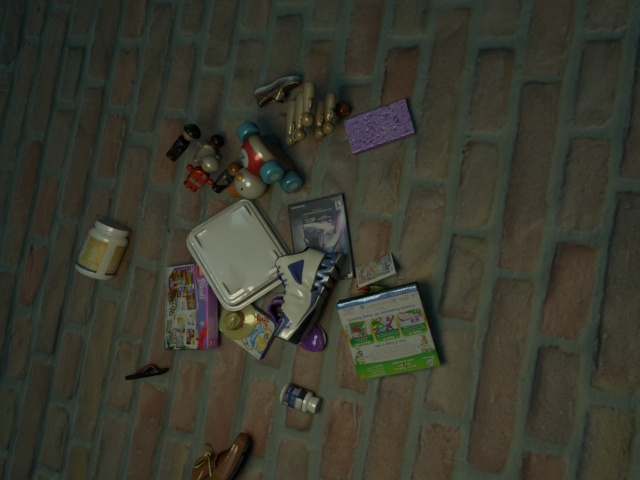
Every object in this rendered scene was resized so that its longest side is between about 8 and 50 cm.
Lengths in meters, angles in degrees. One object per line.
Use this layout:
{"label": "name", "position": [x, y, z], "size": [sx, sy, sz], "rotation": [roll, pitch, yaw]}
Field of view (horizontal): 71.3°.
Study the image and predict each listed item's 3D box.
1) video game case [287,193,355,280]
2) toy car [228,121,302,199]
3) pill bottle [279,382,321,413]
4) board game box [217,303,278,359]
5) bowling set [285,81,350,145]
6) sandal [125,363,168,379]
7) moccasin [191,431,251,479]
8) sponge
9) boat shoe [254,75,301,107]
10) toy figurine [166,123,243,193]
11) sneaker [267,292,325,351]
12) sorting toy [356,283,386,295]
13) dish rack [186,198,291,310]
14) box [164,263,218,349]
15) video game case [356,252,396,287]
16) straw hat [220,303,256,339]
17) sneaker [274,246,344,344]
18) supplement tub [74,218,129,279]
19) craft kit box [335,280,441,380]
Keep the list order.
{"label": "video game case", "position": [0.000, 0.000, 1.459], "size": [0.195, 0.026, 0.275], "rotation": [-11, 80, 18]}
{"label": "toy car", "position": [-0.223, -0.216, 1.469], "size": [0.238, 0.210, 0.219], "rotation": [-40, 63, 17]}
{"label": "pill bottle", "position": [-0.062, 0.500, 1.403], "size": [0.120, 0.067, 0.067], "rotation": [15, 89, 20]}
{"label": "board game box", "position": [-0.244, 0.287, 1.507], "size": [0.201, 0.035, 0.136], "rotation": [30, 95, 20]}
{"label": "bowling set", "position": [0.002, -0.384, 1.424], "size": [0.199, 0.287, 0.154], "rotation": [5, 92, -14]}
{"label": "sandal", "position": [-0.631, 0.471, 1.612], "size": [0.179, 0.067, 0.040], "rotation": [-15, 68, 20]}
{"label": "moccasin", "position": [-0.366, 0.761, 1.457], "size": [0.147, 0.139, 0.380], "rotation": [43, 108, 10]}
{"label": "sponge", "position": [0.186, -0.360, 1.427], "size": [0.210, 0.031, 0.117], "rotation": [-16, 79, 17]}
{"label": "boat shoe", "position": [-0.143, -0.511, 1.548], "size": [0.183, 0.066, 0.066], "rotation": [-13, 85, 28]}
{"label": "toy figurine", "position": [-0.389, -0.277, 1.527], "size": [0.148, 0.209, 0.213], "rotation": [-41, 72, 23]}
{"label": "sneaker", "position": [-0.086, 0.266, 1.418], "size": [0.236, 0.104, 0.095], "rotation": [43, 97, 17]}
{"label": "sorting toy", "position": [0.157, 0.157, 1.367], "size": [0.101, 0.061, 0.042], "rotation": [1, 85, 43]}
{"label": "dish rack", "position": [-0.272, 0.034, 1.482], "size": [0.285, 0.072, 0.333], "rotation": [-33, 75, -7]}
{"label": "box", "position": [-0.451, 0.230, 1.556], "size": [0.200, 0.057, 0.294], "rotation": [-7, 79, 28]}
{"label": "video game case", "position": [0.168, 0.091, 1.367], "size": [0.122, 0.011, 0.087], "rotation": [-24, 34, 15]}
{"label": "straw hat", "position": [-0.287, 0.265, 1.473], "size": [0.144, 0.061, 0.145], "rotation": [-3, 83, 21]}
{"label": "sneaker", "position": [-0.074, 0.148, 1.368], "size": [0.182, 0.127, 0.316], "rotation": [23, 72, 20]}
{"label": "supplement tub", "position": [-0.817, 0.033, 1.680], "size": [0.144, 0.144, 0.200], "rotation": [24, 92, 20]}
{"label": "craft kit box", "position": [0.199, 0.268, 1.311], "size": [0.249, 0.061, 0.247], "rotation": [-16, 92, 17]}
